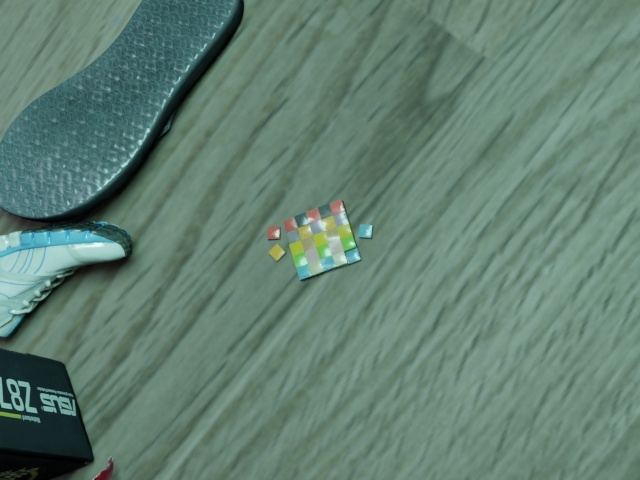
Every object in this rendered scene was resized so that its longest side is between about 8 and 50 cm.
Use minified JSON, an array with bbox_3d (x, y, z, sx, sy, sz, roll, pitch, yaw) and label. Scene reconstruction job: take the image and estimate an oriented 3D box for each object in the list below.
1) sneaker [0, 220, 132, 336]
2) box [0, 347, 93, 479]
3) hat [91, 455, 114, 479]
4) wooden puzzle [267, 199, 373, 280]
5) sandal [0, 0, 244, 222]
[{"bbox_3d":[-0.232,0.031,1.514,0.191,0.071,0.083,-9,90,17],"label":"sneaker"},{"bbox_3d":[-0.403,0.175,1.396,0.395,0.318,0.097,-21,74,11],"label":"box"},{"bbox_3d":[-0.258,0.288,1.487,0.208,0.184,0.173,-25,82,51],"label":"hat"},{"bbox_3d":[0.000,0.000,1.476,0.083,0.006,0.049,-20,74,12],"label":"wooden puzzle"},{"bbox_3d":[-0.150,-0.107,1.522,0.097,0.054,0.254,41,82,17],"label":"sandal"}]
